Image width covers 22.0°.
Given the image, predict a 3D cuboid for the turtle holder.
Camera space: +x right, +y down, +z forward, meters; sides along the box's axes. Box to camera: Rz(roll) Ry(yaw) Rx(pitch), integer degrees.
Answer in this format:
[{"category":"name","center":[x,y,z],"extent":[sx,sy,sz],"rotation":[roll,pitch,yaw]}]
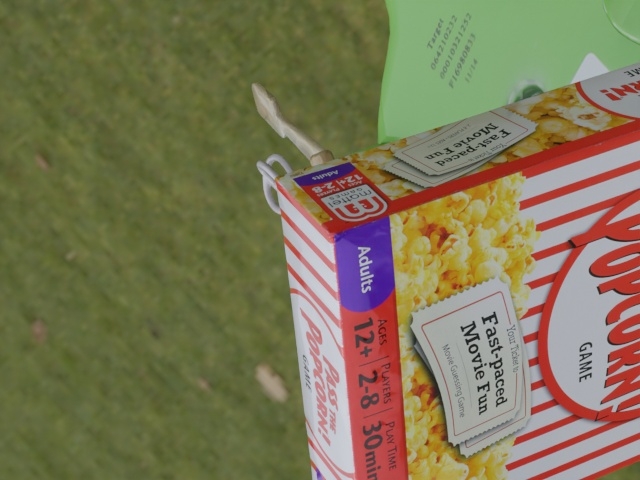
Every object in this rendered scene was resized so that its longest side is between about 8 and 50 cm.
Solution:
[{"category":"turtle holder","center":[0.144,-0.057,0.825],"extent":[0.320,0.227,0.243],"rotation":[14,98,56]}]

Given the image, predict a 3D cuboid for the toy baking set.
[{"category":"toy baking set","center":[0.002,0.001,1.223],"extent":[0.256,0.030,0.197],"rotation":[68,165,-6]}]

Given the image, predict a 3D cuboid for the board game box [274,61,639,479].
[{"category":"board game box","center":[0.085,0.020,0.590],"extent":[0.045,0.193,0.147],"rotation":[45,149,51]}]
